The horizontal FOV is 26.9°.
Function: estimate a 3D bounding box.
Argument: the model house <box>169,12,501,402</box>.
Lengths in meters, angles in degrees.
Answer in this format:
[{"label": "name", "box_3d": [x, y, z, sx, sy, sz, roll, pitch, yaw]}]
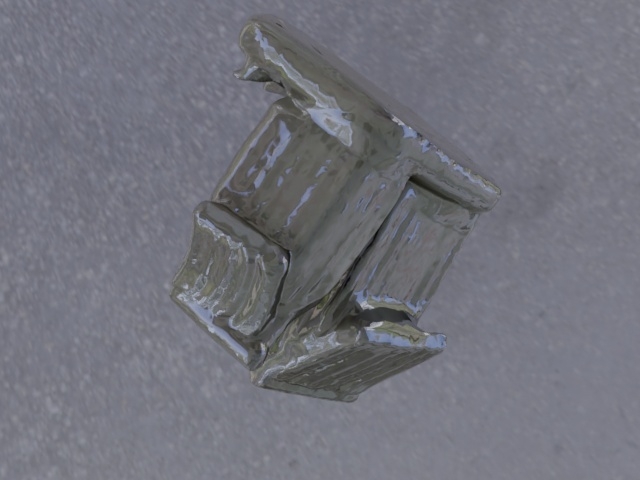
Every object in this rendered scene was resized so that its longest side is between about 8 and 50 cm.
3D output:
[{"label": "model house", "box_3d": [0.008, -0.002, 0.739, 0.229, 0.122, 0.188, 24, 91, -56]}]
